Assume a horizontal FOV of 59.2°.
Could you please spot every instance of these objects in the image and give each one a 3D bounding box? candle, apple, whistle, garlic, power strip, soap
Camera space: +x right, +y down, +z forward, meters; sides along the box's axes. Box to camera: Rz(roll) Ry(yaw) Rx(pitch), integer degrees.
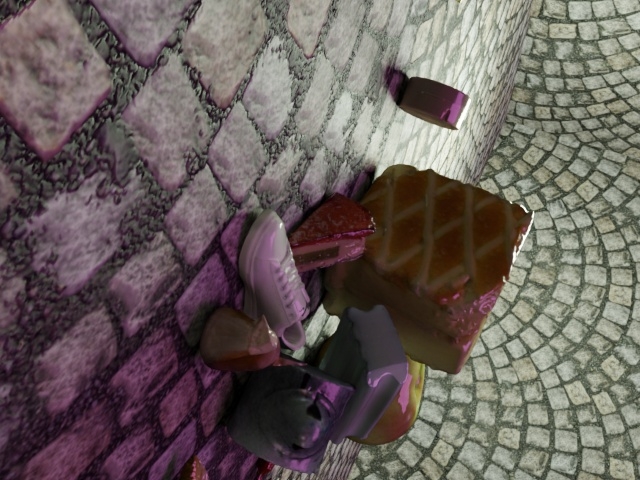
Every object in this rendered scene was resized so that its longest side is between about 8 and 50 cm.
[{"bbox_3d":[-0.111,0.508,1.341,0.162,0.048,0.053,-58,177,-29],"label":"candle"},{"bbox_3d":[0.121,0.357,1.453,0.319,0.277,0.319,6,90,-71],"label":"apple"},{"bbox_3d":[-0.038,0.327,1.113,0.168,0.188,0.405,-66,162,-7],"label":"whistle"},{"bbox_3d":[-0.102,0.158,0.831,0.198,0.129,0.090,68,31,-61],"label":"garlic"},{"bbox_3d":[0.261,-0.314,1.292,0.078,0.154,0.154,-69,162,9],"label":"power strip"},{"bbox_3d":[0.078,0.285,1.183,0.289,0.095,0.173,109,-28,-45],"label":"soap"}]

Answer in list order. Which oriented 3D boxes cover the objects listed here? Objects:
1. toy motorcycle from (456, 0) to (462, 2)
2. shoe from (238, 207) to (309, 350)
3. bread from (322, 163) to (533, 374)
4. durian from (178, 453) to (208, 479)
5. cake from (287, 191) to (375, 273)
[{"bbox_3d":[0.348,-0.643,1.272,0.130,0.094,0.229,-52,169,-30],"label":"toy motorcycle"},{"bbox_3d":[-0.060,0.071,0.887,0.095,0.110,0.265,-49,157,-43],"label":"shoe"},{"bbox_3d":[0.234,0.044,1.280,0.390,0.371,0.279,-49,158,-38],"label":"bread"},{"bbox_3d":[-0.234,0.436,0.877,0.140,0.078,0.224,19,82,-60],"label":"durian"},{"bbox_3d":[0.018,0.008,1.022,0.220,0.117,0.086,-48,160,-48],"label":"cake"}]
